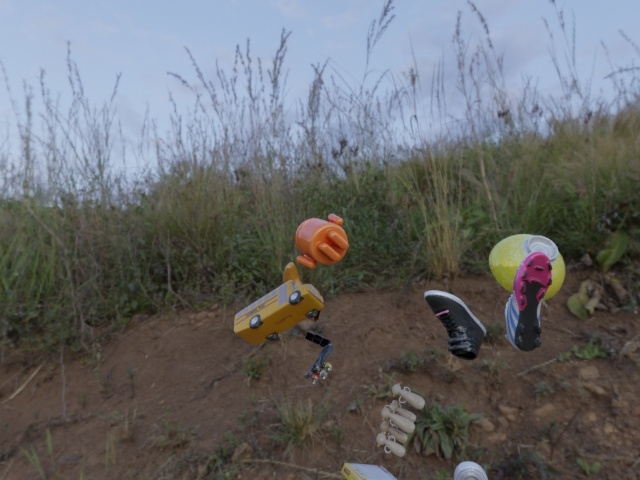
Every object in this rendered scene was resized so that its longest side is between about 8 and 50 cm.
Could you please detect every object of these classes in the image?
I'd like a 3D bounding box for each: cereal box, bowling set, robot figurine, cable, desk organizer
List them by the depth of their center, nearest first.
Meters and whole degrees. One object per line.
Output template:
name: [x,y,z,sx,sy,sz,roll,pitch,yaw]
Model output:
robot figurine: [-0.002,0.001,1.259,0.128,0.158,0.219,-2,12,-24]
cereal box: [0.218,0.949,1.625,0.240,0.047,0.173,29,-7,-36]
bowling set: [0.332,0.810,1.847,0.154,0.287,0.200,27,-31,14]
cable: [0.006,0.581,1.932,0.139,0.072,0.287,-40,-3,10]
desk organizer: [-0.013,0.516,2.159,0.130,0.047,0.050,22,0,13]

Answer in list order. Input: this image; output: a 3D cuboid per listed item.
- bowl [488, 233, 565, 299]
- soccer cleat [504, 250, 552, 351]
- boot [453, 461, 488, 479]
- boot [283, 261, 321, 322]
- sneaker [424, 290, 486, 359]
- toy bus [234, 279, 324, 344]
bowl: [0.827,0.072,1.613,0.289,0.290,0.156,-4,-37,-8]
soccer cleat: [0.665,0.195,1.366,0.115,0.332,0.143,6,4,-4]
boot: [0.422,0.740,1.124,0.095,0.258,0.123,-9,20,12]
boot: [-0.081,0.266,2.113,0.211,0.295,0.104,21,37,36]
sneaker: [0.463,0.301,1.434,0.295,0.147,0.104,41,-41,-16]
toy bus: [-0.151,0.252,1.475,0.332,0.130,0.108,-33,-56,18]
